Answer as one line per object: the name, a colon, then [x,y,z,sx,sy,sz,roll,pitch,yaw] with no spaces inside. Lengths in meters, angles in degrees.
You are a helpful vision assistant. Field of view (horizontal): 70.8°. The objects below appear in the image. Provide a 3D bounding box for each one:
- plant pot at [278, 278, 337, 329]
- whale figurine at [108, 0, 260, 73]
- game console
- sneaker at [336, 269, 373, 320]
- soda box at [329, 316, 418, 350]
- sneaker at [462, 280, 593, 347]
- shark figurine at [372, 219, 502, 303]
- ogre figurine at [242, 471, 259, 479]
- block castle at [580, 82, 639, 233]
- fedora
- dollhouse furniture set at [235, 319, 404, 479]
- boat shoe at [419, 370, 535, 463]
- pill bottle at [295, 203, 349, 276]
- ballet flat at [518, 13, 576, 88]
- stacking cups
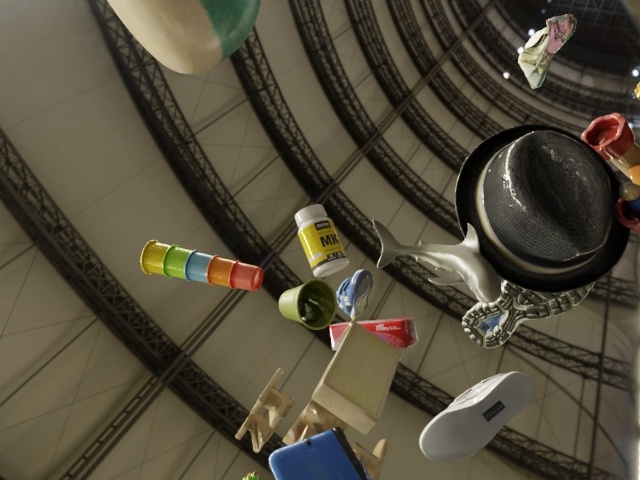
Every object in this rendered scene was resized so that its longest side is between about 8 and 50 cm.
plant pot: [-0.029,0.107,0.763,0.083,0.079,0.083,6,-100,-37]
whale figurine: [-0.156,-0.293,0.402,0.141,0.216,0.272,-37,-70,-8]
game console: [0.056,0.549,0.893,0.250,0.293,0.173,-9,-59,-26]
sneaker: [0.057,0.093,0.821,0.053,0.144,0.059,-36,-116,-27]
soda box: [0.160,0.290,1.394,0.092,0.263,0.083,3,-102,-54]
sneaker: [0.461,0.111,1.004,0.130,0.330,0.147,50,-135,9]
shark figurine: [0.246,0.018,0.866,0.166,0.278,0.116,-15,-62,-41]
ogre figurine: [-0.145,0.528,0.881,0.197,0.118,0.097,33,-162,-13]
block castle: [0.692,-0.212,0.724,0.213,0.453,0.303,30,-136,-22]
fedora: [0.407,-0.074,0.805,0.152,0.334,0.334,41,-143,-75]
dollhouse furniture set: [0.033,0.455,1.233,0.362,0.394,0.256,32,-147,6]
boat shoe: [0.308,0.351,0.900,0.258,0.084,0.095,-27,-100,-7]
pill bottle: [0.000,0.000,1.418,0.119,0.119,0.208,-8,-112,-42]
ballet flat: [0.526,-0.451,1.079,0.079,0.221,0.077,8,-107,7]
stacking cups: [-0.306,0.065,1.182,0.096,0.316,0.096,8,-90,-78]
